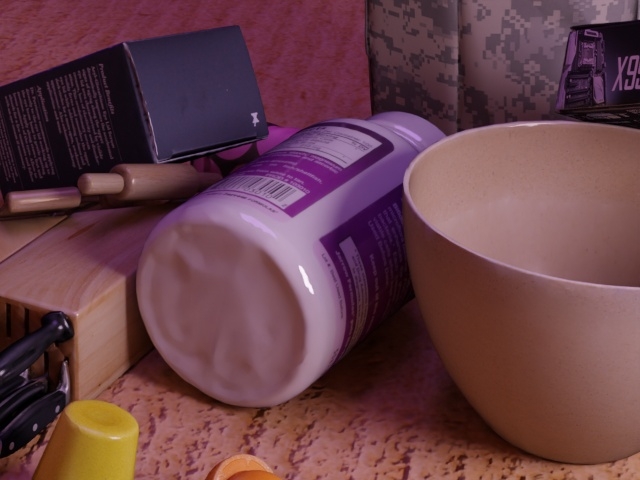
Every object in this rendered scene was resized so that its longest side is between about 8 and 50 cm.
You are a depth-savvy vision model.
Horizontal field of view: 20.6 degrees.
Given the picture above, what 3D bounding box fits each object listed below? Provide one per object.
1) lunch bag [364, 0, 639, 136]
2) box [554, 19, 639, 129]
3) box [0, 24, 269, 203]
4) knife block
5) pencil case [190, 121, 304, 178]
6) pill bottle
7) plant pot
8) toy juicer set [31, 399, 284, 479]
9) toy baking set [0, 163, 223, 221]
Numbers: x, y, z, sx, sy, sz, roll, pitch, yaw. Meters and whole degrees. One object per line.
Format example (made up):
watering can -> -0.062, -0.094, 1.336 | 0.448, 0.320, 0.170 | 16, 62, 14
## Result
lunch bag -> 0.196, -0.198, 1.696 | 0.256, 0.305, 0.212 | 14, 31, 27
box -> 0.368, -0.107, 1.336 | 0.242, 0.076, 0.307 | 14, -5, -28
box -> -0.176, -0.110, 1.566 | 0.207, 0.108, 0.153 | -14, 2, 39
knife block -> -0.188, 0.069, 1.337 | 0.276, 0.088, 0.242 | -6, 29, -20
pencil case -> -0.011, -0.067, 1.633 | 0.209, 0.095, 0.098 | 13, 20, 21
pill bottle -> 0.000, 0.000, 1.412 | 0.169, 0.169, 0.301 | 17, 29, 25
plant pot -> 0.196, 0.051, 1.307 | 0.284, 0.191, 0.284 | 3, 27, -1
toy juicer set -> -0.097, 0.217, 1.066 | 0.209, 0.089, 0.329 | 17, 18, -3
toy baking set -> -0.186, -0.038, 1.490 | 0.197, 0.030, 0.256 | -9, -3, 41
